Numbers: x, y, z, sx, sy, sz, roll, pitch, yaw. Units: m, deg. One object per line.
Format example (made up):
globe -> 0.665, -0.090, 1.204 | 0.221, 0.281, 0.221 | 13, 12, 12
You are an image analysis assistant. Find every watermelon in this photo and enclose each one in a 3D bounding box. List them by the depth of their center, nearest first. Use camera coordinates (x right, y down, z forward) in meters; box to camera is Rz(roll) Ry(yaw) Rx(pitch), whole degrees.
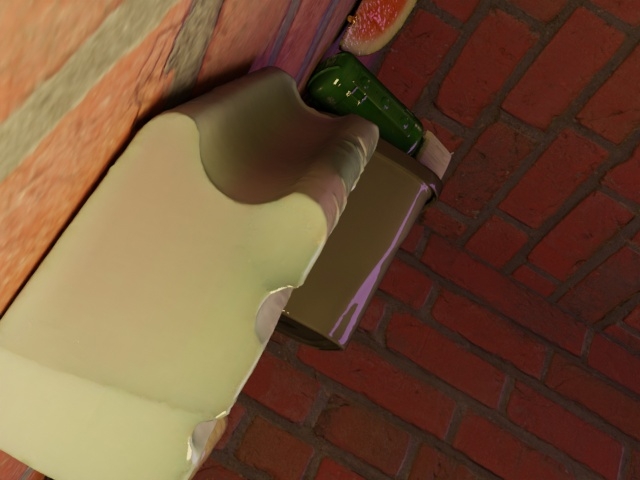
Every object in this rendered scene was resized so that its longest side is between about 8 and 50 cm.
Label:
watermelon -> 0.090, -0.351, 1.283 | 0.245, 0.063, 0.119 | -56, 161, -11

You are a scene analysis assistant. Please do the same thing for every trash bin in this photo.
trash bin -> 0.000, 0.000, 1.192 | 0.250, 0.220, 0.219 | -65, -168, -14

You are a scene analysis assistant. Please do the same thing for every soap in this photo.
soap -> -0.072, 0.016, 0.564 | 0.208, 0.115, 0.347 | -60, -179, 19

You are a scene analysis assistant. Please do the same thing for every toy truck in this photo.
toy truck -> 0.075, -0.156, 1.262 | 0.125, 0.242, 0.101 | -13, -138, 53

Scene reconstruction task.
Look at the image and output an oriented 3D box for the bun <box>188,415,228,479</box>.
bun -> -0.195, 0.212, 0.926 | 0.193, 0.128, 0.178 | -46, -174, 24
